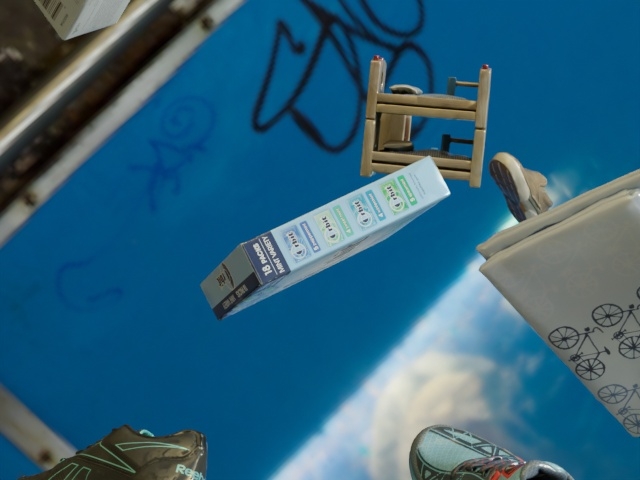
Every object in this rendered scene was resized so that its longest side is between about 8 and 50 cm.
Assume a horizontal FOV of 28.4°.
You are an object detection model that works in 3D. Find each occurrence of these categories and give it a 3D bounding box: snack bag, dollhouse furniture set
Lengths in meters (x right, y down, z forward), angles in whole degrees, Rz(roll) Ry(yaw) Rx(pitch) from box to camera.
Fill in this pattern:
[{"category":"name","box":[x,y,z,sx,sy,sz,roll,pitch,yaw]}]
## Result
[{"category":"snack bag","box":[0.380,0.045,1.248,0.342,0.323,0.037,-27,-147,27]},{"category":"dollhouse furniture set","box":[0.122,-0.134,1.417,0.129,0.129,0.183,6,-174,8]}]

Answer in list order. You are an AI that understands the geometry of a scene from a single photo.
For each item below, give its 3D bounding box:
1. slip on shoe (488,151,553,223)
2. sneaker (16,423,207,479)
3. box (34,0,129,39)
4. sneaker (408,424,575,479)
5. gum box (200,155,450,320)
[{"category":"slip on shoe","box":[0.207,-0.056,1.279,0.041,0.135,0.051,-41,-126,-3]},{"category":"sneaker","box":[-0.220,0.256,1.335,0.267,0.101,0.106,-8,-128,34]},{"category":"box","box":[-0.272,-0.304,1.445,0.087,0.101,0.102,-29,169,-45]},{"category":"sneaker","box":[0.182,0.224,1.127,0.104,0.125,0.262,-33,-135,-27]},{"category":"gum box","box":[0.000,0.000,1.084,0.184,0.041,0.157,-26,176,-21]}]
